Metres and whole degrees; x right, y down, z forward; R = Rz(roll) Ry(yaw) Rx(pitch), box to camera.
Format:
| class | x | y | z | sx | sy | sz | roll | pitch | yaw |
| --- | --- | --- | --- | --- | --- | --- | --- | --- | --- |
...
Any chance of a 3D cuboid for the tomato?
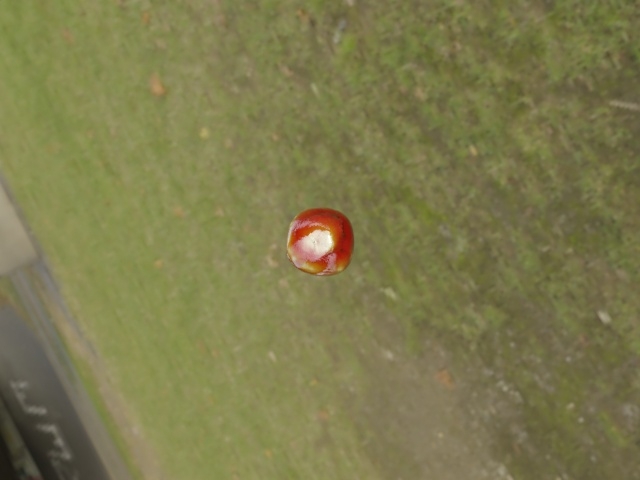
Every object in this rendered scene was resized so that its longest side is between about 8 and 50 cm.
| class | x | y | z | sx | sy | sz | roll | pitch | yaw |
| --- | --- | --- | --- | --- | --- | --- | --- | --- | --- |
| tomato | 0.000 | 0.000 | 1.375 | 0.087 | 0.087 | 0.075 | 60 | 171 | 8 |
